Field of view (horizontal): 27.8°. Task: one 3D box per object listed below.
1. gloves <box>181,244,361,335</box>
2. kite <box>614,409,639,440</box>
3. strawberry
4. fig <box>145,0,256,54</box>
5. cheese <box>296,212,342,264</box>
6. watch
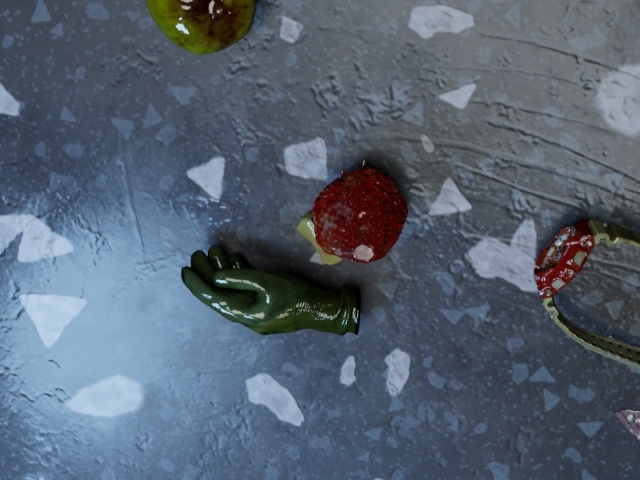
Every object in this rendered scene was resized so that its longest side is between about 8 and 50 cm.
[{"bbox_3d":[-0.071,0.082,1.843,0.268,0.135,0.107,18,70,3],"label":"gloves"},{"bbox_3d":[0.491,0.251,1.849,0.139,0.011,0.157,2,110,8],"label":"kite"},{"bbox_3d":[0.051,-0.031,1.757,0.131,0.148,0.131,4,109,11],"label":"strawberry"},{"bbox_3d":[-0.160,-0.318,1.710,0.153,0.121,0.136,30,108,0],"label":"fig"},{"bbox_3d":[0.000,0.000,1.843,0.044,0.030,0.083,-27,108,40],"label":"cheese"},{"bbox_3d":[0.421,0.080,1.765,0.268,0.102,0.165,24,111,-7],"label":"watch"}]
